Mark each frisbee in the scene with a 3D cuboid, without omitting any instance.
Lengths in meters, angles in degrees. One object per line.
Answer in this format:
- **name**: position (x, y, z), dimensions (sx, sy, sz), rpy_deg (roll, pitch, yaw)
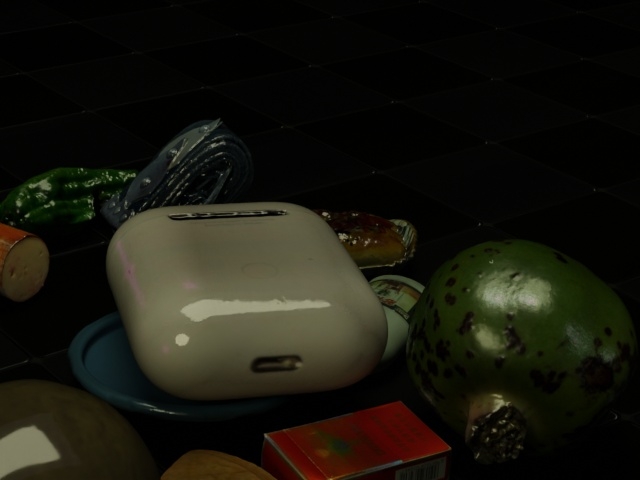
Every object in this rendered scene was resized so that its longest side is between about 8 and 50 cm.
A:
- **frisbee**: position (-0.152, 0.151, 1.756), dimensions (0.289, 0.049, 0.289), rpy_deg (4, 22, -1)

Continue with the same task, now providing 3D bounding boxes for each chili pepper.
- **chili pepper**: position (-0.359, -0.058, 2.151), dimensions (0.253, 0.083, 0.099), rpy_deg (-21, 71, -44)

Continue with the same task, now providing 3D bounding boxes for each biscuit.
- **biscuit**: position (-0.099, 0.275, 1.515), dimensions (0.142, 0.029, 0.220), rpy_deg (-2, 24, -9)

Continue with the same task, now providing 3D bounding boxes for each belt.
- **belt**: position (-0.184, -0.062, 2.065), dimensions (0.218, 0.122, 0.128), rpy_deg (-47, 32, -2)

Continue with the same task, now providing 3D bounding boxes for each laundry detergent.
- **laundry detergent**: position (0.058, 0.116, 1.833), dimensions (0.099, 0.070, 0.226), rpy_deg (21, 30, 18)

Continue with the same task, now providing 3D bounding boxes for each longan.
- **longan**: position (-0.266, 0.241, 1.352), dimensions (0.248, 0.248, 0.248), rpy_deg (2, 24, -1)

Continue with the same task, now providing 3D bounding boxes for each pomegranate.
- **pomegranate**: position (0.217, 0.129, 1.634), dimensions (0.254, 0.254, 0.270), rpy_deg (7, 44, 11)

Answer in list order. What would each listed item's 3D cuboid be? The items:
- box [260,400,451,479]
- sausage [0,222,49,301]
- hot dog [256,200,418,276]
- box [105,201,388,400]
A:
- **box**: position (0.038, 0.234, 1.592), dimensions (0.175, 0.048, 0.112), rpy_deg (-10, 28, -26)
- **sausage**: position (-0.506, -0.004, 2.022), dimensions (0.312, 0.093, 0.093), rpy_deg (18, 29, 32)
- **hot dog**: position (0.000, 0.000, 2.069), dimensions (0.270, 0.082, 0.162), rpy_deg (-1, 26, -9)
- **box**: position (-0.091, 0.063, 1.729), dimensions (0.289, 0.141, 0.349), rpy_deg (-4, 24, -14)
